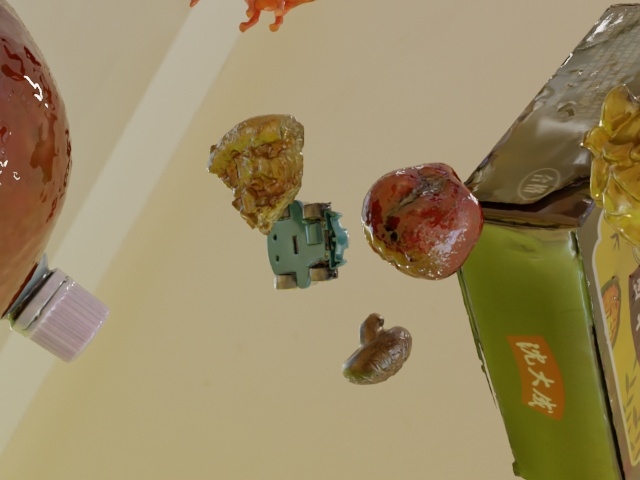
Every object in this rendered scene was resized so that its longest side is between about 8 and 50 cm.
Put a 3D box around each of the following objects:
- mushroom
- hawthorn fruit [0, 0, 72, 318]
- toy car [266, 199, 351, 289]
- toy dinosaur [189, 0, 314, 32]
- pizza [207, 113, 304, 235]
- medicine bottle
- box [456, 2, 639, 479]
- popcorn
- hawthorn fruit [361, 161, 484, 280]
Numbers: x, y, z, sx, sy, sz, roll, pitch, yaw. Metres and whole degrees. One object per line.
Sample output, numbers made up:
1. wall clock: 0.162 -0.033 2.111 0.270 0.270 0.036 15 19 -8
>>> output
1. mushroom: 0.087 0.173 1.298 0.109 0.085 0.126 -66 -173 -20
2. hawthorn fruit: -0.307 -0.049 0.567 0.295 0.295 0.311 13 -72 40
3. toy car: 0.000 0.000 1.184 0.161 0.098 0.126 -11 -94 49
4. toy dinosaur: -0.102 -0.380 1.373 0.280 0.055 0.101 4 -128 21
5. pizza: -0.089 -0.084 1.151 0.182 0.062 0.161 -2 -78 46
6. medicine bottle: -0.295 0.032 0.795 0.083 0.203 0.083 -50 -169 13
7. box: 0.318 0.001 0.920 0.138 0.373 0.420 10 -136 38
8. popcorn: 0.146 -0.032 0.341 0.082 0.057 0.083 -8 -128 -7
9. hawthorn fruit: 0.077 -0.018 0.617 0.093 0.093 0.093 -12 -109 36
